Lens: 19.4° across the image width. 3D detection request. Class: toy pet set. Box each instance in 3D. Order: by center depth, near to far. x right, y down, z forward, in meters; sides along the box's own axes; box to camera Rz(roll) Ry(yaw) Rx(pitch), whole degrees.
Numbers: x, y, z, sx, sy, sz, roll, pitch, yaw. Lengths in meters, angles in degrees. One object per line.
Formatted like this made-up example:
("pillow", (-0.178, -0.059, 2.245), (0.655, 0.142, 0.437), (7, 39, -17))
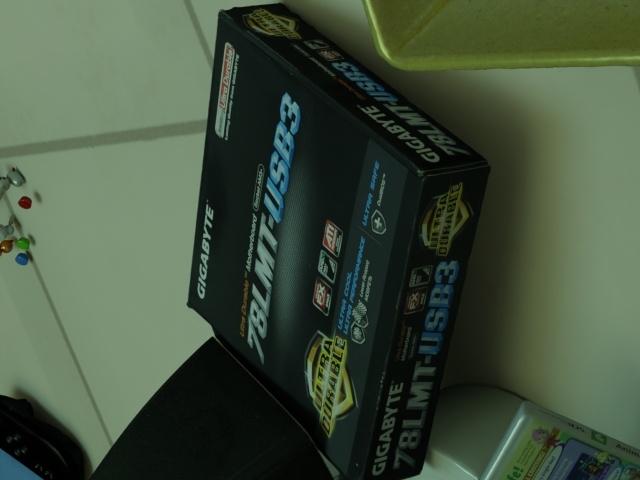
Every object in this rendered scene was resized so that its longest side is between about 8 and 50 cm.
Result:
("toy pet set", (-0.367, -0.046, 2.086), (0.114, 0.065, 0.122), (17, 142, 0))

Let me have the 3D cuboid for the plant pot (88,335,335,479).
("plant pot", (-0.084, 0.230, 1.587), (0.187, 0.167, 0.188), (40, 162, 53))

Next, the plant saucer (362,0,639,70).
("plant saucer", (0.125, -0.279, 1.203), (0.333, 0.081, 0.333), (5, 120, 52))

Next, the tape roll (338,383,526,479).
("tape roll", (0.144, 0.266, 1.583), (0.286, 0.100, 0.286), (33, 138, 36))

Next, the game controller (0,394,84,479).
("game controller", (-0.358, 0.330, 2.338), (0.166, 0.067, 0.319), (38, 142, 30))

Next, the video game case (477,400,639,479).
("video game case", (0.193, 0.242, 1.411), (0.193, 0.023, 0.212), (24, 117, -4))

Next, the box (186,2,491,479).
("box", (0.000, 0.000, 1.508), (0.293, 0.073, 0.295), (42, 133, 42))

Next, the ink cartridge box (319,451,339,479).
("ink cartridge box", (-0.041, 0.299, 1.841), (0.273, 0.115, 0.198), (45, 144, 21))
